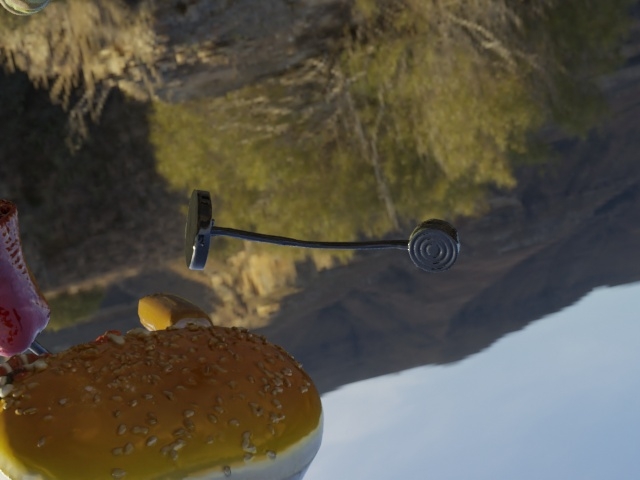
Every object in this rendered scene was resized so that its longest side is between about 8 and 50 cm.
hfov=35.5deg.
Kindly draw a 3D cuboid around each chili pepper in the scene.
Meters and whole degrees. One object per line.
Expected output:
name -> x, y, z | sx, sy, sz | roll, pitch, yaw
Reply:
chili pepper -> -0.495, 0.109, 1.564 | 0.134, 0.338, 0.131 | -13, -149, -6

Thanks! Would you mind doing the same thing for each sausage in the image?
sausage -> -0.319, 0.165, 2.112 | 0.112, 0.112, 0.328 | -14, -167, -24

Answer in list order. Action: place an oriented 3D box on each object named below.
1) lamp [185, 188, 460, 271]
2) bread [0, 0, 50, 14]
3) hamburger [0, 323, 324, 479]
lamp -> -0.009, 0.014, 1.311 | 0.371, 0.130, 0.108 | 14, -155, 5
bread -> -0.516, -0.481, 1.665 | 0.104, 0.214, 0.213 | -19, -178, -29
hamburger -> -0.142, 0.165, 0.869 | 0.295, 0.152, 0.227 | -2, -162, -36
